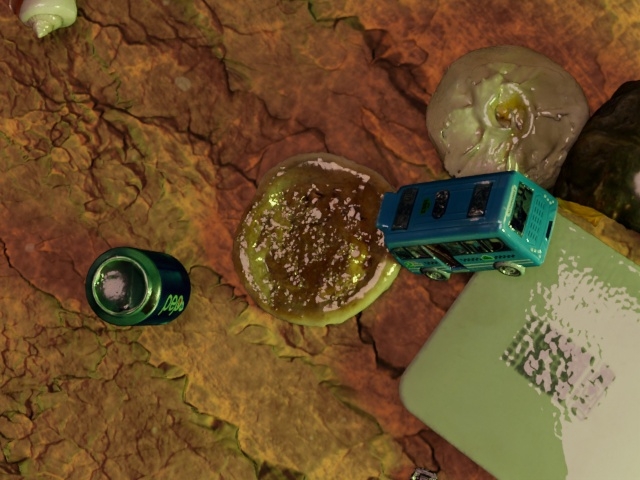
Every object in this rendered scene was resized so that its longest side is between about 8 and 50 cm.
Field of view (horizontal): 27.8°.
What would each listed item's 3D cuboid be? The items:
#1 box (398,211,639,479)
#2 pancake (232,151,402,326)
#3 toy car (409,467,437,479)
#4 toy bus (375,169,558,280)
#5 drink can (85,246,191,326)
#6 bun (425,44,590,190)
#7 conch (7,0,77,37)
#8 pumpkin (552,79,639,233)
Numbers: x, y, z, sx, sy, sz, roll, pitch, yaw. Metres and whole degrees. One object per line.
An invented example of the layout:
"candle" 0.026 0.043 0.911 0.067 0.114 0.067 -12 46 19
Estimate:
"box" 0.348 0.186 1.844 0.373 0.090 0.367 37 93 21
"pancake" 0.000 0.000 1.970 0.282 0.049 0.282 -1 86 13
"toy car" 0.143 0.382 1.914 0.041 0.025 0.093 20 85 14
"toy bus" 0.204 -0.023 1.837 0.246 0.134 0.113 -5 59 45
"drink can" -0.266 0.070 1.933 0.118 0.205 0.118 -1 87 11
"bun" 0.268 -0.172 1.886 0.239 0.141 0.239 -1 86 9
"conch" -0.441 -0.403 2.072 0.104 0.094 0.176 -17 73 49
"pumpkin" 0.490 -0.074 1.780 0.303 0.256 0.225 26 87 -3
